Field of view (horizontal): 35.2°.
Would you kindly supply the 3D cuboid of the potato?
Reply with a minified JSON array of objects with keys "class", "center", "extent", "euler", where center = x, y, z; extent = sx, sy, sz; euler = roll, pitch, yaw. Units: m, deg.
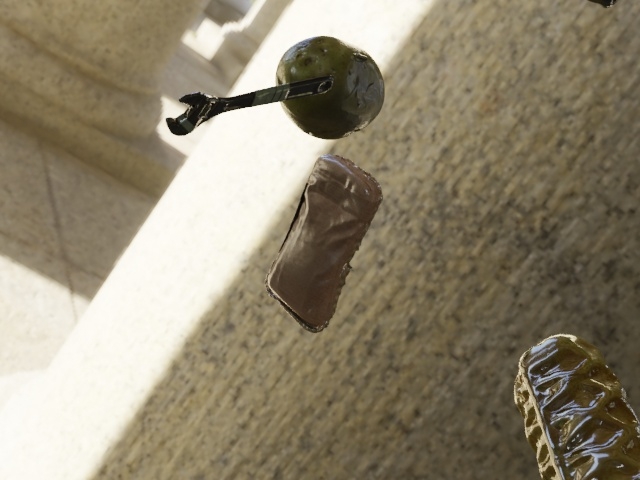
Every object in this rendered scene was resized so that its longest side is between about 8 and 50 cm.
[{"class":"potato","center":[0.023,-0.279,1.874],"extent":[0.148,0.197,0.228],"euler":[42,-13,29]}]

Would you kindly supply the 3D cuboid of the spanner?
[{"class":"spanner","center":[-0.108,-0.235,1.657],"extent":[0.315,0.087,0.024],"euler":[-17,60,-29]}]

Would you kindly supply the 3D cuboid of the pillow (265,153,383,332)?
[{"class":"pillow","center":[0.002,0.001,1.256],"extent":[0.034,0.211,0.135],"euler":[11,20,-42]}]

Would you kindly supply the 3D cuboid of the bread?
[{"class":"bread","center":[0.233,0.181,0.886],"extent":[0.087,0.098,0.269],"euler":[0,31,-4]}]

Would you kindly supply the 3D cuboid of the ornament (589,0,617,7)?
[{"class":"ornament","center":[0.348,-0.425,1.398],"extent":[0.236,0.202,0.080],"euler":[12,63,-17]}]
